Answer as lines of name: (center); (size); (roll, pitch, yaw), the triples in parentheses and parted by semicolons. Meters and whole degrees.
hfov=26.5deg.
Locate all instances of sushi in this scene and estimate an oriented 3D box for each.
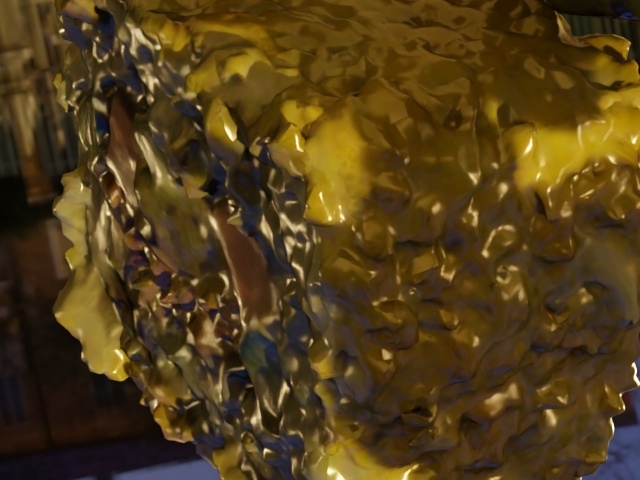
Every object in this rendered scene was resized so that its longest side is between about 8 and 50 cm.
sushi: (0.000, 0.000, 0.819); (0.240, 0.351, 0.396); (-19, -142, -29)

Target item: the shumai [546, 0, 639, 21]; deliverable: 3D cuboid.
shumai: (0.155, -0.241, 0.649); (0.225, 0.260, 0.222); (17, 171, 1)
